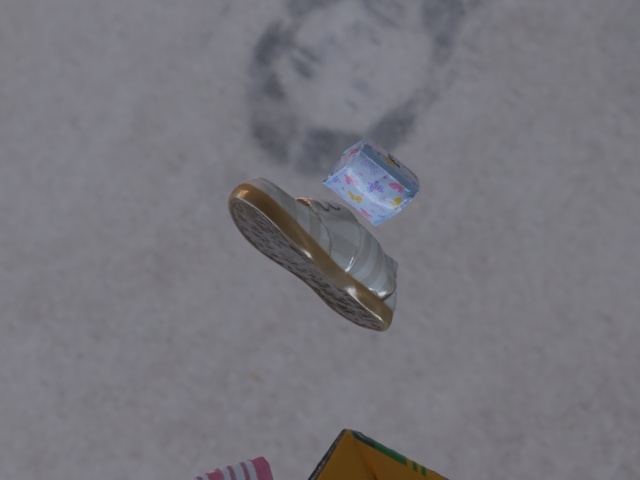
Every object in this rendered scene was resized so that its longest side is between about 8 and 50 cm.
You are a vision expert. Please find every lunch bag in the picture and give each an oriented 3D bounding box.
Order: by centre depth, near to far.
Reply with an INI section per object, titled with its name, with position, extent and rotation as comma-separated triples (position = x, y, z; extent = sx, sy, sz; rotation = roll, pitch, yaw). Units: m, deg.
[lunch bag]
position = 0.052, -0.058, 1.814
extent = 0.071, 0.053, 0.083
rotation = 38, 160, -7

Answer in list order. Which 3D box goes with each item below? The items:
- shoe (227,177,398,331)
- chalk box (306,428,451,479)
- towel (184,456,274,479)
[shoe]
position = 0.000, 0.000, 1.471
extent = 0.076, 0.058, 0.219
rotation = 20, 165, 35
[chalk box]
position = 0.040, 0.282, 1.207
extent = 0.179, 0.180, 0.289
rotation = 27, 152, 13
[towel]
position = -0.090, 0.263, 1.587
extent = 0.197, 0.029, 0.144
rotation = -12, -102, -49
